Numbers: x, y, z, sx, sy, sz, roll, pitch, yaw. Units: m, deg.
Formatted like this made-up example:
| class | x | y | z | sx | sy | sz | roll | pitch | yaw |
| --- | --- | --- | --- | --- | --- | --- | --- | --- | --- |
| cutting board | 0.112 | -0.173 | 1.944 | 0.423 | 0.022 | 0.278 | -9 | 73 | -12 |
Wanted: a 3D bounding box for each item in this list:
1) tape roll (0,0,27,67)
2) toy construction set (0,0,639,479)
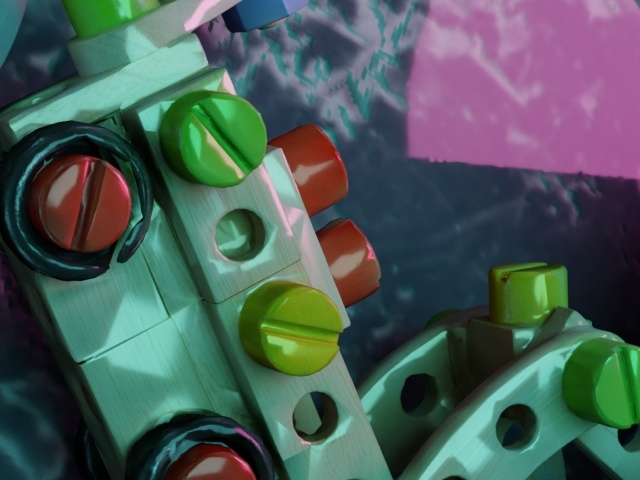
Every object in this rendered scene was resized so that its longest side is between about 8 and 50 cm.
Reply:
| class | x | y | z | sx | sy | sz | roll | pitch | yaw |
| --- | --- | --- | --- | --- | --- | --- | --- | --- | --- |
| tape roll | -0.177 | -0.128 | 0.517 | 0.219 | 0.072 | 0.219 | 34 | 50 | -55 |
| toy construction set | 0.000 | 0.000 | 0.614 | 0.215 | 0.151 | 0.328 | -28 | 92 | -19 |
